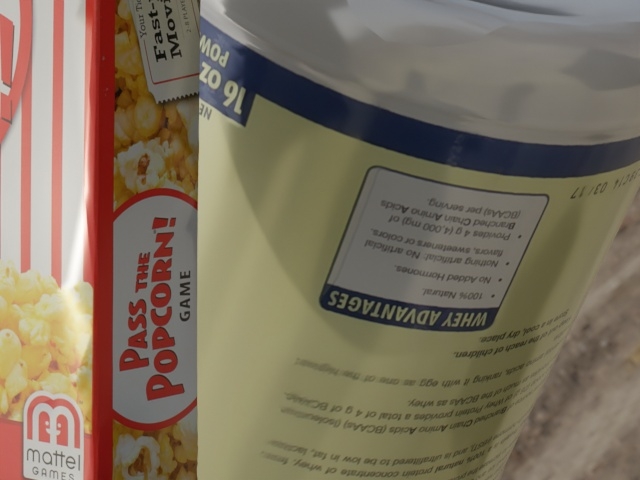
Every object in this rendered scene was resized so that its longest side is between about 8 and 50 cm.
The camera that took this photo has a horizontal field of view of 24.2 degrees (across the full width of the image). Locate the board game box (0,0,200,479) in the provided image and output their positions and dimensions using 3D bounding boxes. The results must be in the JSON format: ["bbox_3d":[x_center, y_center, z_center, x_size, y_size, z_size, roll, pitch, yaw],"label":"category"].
[{"bbox_3d":[-0.102,-0.033,0.423,0.147,0.193,0.045,3,5,34],"label":"board game box"}]

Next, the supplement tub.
[{"bbox_3d":[0.000,0.000,0.664,0.235,0.235,0.324,-47,-20,-57],"label":"supplement tub"}]
